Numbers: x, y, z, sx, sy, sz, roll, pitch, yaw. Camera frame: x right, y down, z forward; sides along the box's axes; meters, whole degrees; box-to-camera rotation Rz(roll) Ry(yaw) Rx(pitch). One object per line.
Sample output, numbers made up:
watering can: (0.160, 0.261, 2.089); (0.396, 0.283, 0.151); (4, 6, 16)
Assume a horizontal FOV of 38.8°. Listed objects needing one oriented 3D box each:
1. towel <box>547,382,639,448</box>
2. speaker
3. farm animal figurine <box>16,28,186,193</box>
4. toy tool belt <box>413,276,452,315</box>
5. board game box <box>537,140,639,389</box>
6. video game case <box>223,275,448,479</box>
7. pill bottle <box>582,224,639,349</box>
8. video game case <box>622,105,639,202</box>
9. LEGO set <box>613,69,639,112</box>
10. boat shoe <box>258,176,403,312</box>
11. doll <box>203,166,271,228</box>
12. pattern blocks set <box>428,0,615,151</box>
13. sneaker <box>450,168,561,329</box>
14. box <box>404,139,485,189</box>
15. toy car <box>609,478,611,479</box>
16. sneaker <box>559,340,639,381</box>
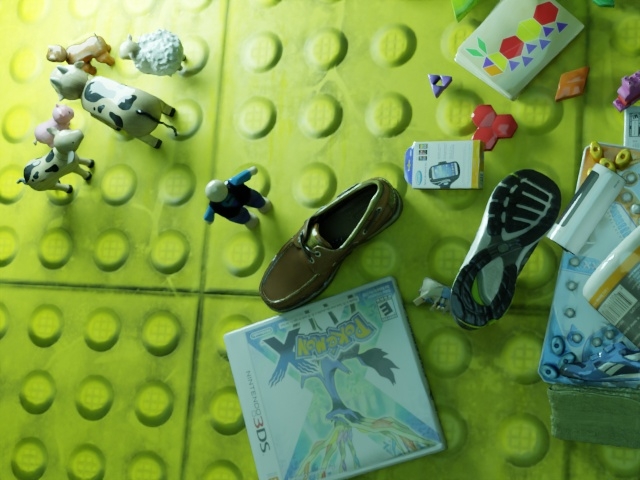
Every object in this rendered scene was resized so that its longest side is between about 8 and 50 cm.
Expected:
towel: (0.420, 0.262, 1.370); (0.148, 0.027, 0.110); (0, 120, 22)
speaker: (0.401, -0.045, 1.373); (0.055, 0.055, 0.136); (36, 97, 22)
farm animal figurine: (-0.433, -0.249, 1.720); (0.326, 0.172, 0.330); (6, 83, 21)
toy tool belt: (0.199, 0.099, 1.498); (0.083, 0.052, 0.051); (25, 98, -6)
board game box: (0.554, 0.066, 1.359); (0.390, 0.050, 0.390); (12, 88, 22)
video game case: (0.017, 0.252, 1.542); (0.329, 0.036, 0.300); (-20, 74, 15)
pill bottle: (0.516, 0.111, 1.255); (0.278, 0.162, 0.162); (45, 97, 18)
video game case: (0.550, -0.135, 1.425); (0.143, 0.019, 0.157); (1, 80, 20)
LEGO set: (0.567, -0.263, 1.388); (0.227, 0.093, 0.087); (-35, 65, 6)
boat shoe: (0.000, 0.000, 1.555); (0.307, 0.104, 0.111); (-45, 69, 8)
doll: (-0.148, -0.074, 1.577); (0.046, 0.189, 0.129); (43, 97, 21)
pattern blocks set: (0.331, -0.334, 1.535); (0.325, 0.026, 0.285); (-37, 71, 11)
sneaker: (0.282, 0.015, 1.447); (0.111, 0.121, 0.300); (32, 72, 7)
box: (0.207, -0.126, 1.530); (0.136, 0.028, 0.081); (3, 89, 32)
toy car: (0.420, 0.403, 1.264); (0.149, 0.188, 0.155); (-11, 56, 18)
sneaker: (0.425, 0.179, 1.341); (0.144, 0.053, 0.059); (-5, 83, 11)
